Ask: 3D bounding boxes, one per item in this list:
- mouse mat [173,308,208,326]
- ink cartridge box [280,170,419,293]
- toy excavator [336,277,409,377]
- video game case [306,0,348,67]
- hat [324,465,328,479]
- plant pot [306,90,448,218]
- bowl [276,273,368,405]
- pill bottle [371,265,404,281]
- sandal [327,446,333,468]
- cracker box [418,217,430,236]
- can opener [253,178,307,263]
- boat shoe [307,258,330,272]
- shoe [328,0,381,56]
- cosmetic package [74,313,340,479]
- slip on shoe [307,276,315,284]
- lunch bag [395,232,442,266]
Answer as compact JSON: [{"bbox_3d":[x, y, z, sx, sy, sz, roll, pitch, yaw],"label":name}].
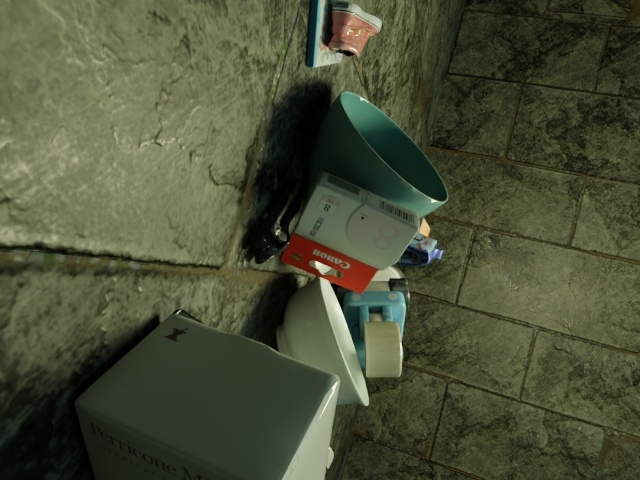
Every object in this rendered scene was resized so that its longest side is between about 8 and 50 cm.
[{"bbox_3d":[-0.193,0.190,0.648,0.189,0.007,0.152,67,40,-64],"label":"mouse mat"},{"bbox_3d":[0.042,0.009,0.835,0.066,0.189,0.232,-76,-169,-55],"label":"ink cartridge box"},{"bbox_3d":[0.158,0.274,1.288,0.445,0.222,0.433,-90,179,-50],"label":"toy excavator"},{"bbox_3d":[0.015,-0.388,0.846,0.166,0.015,0.119,-48,149,-58],"label":"video game case"},{"bbox_3d":[-0.067,0.466,0.942,0.331,0.134,0.331,-28,127,-45],"label":"hat"},{"bbox_3d":[0.084,-0.126,0.927,0.195,0.290,0.290,-43,180,28],"label":"plant pot"},{"bbox_3d":[-0.008,0.226,0.982,0.298,0.134,0.298,-20,90,-85],"label":"bowl"},{"bbox_3d":[0.269,0.181,1.950,0.283,0.161,0.161,8,96,-74],"label":"pill bottle"},{"bbox_3d":[-0.085,0.529,1.153,0.169,0.102,0.416,-52,141,-25],"label":"sandal"},{"bbox_3d":[0.254,0.006,1.612,0.067,0.232,0.155,51,49,-35],"label":"cracker box"},{"bbox_3d":[-0.070,-0.044,0.803,0.059,0.073,0.186,43,50,-27],"label":"can opener"},{"bbox_3d":[0.000,0.000,1.013,0.219,0.070,0.077,-62,141,-54],"label":"boat shoe"},{"bbox_3d":[0.064,-0.393,0.875,0.178,0.063,0.081,-27,131,-62],"label":"shoe"},{"bbox_3d":[-0.128,0.341,0.582,0.161,0.230,0.453,-48,149,-54],"label":"cosmetic package"},{"bbox_3d":[0.002,0.122,1.195,0.135,0.041,0.051,48,58,-71],"label":"slip on shoe"},{"bbox_3d":[0.221,0.015,1.393,0.221,0.293,0.138,-27,129,-70],"label":"lunch bag"}]
